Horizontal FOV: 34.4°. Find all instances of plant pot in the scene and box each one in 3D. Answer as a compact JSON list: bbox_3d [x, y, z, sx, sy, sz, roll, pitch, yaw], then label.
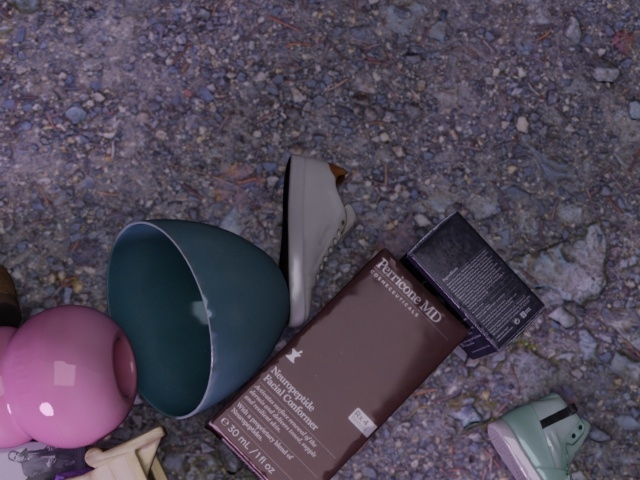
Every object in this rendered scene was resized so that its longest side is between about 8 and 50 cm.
[{"bbox_3d":[-0.162,0.097,1.538,0.195,0.290,0.290,-13,79,-37],"label":"plant pot"}]

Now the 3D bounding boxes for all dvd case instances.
[{"bbox_3d":[-0.464,0.386,1.518,0.239,0.029,0.179,1,76,-18],"label":"dvd case"}]

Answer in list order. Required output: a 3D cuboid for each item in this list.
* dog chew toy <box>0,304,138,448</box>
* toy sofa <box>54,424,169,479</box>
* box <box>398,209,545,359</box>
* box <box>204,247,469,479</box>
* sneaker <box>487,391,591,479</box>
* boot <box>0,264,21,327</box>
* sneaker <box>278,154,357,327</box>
[{"bbox_3d":[-0.441,0.209,1.501,0.332,0.206,0.206,-9,79,7],"label":"dog chew toy"},{"bbox_3d":[-0.238,0.460,1.495,0.177,0.150,0.362,-25,83,-9],"label":"toy sofa"},{"bbox_3d":[0.228,0.074,1.633,0.108,0.153,0.207,-41,87,-13],"label":"box"},{"bbox_3d":[0.026,0.214,1.587,0.191,0.143,0.381,44,75,3],"label":"box"},{"bbox_3d":[0.390,0.364,1.625,0.151,0.094,0.256,-28,84,-15],"label":"sneaker"},{"bbox_3d":[-0.607,0.122,1.562,0.305,0.112,0.115,-20,52,-7],"label":"boot"},{"bbox_3d":[0.000,0.000,1.632,0.123,0.106,0.290,8,68,-10],"label":"sneaker"}]
